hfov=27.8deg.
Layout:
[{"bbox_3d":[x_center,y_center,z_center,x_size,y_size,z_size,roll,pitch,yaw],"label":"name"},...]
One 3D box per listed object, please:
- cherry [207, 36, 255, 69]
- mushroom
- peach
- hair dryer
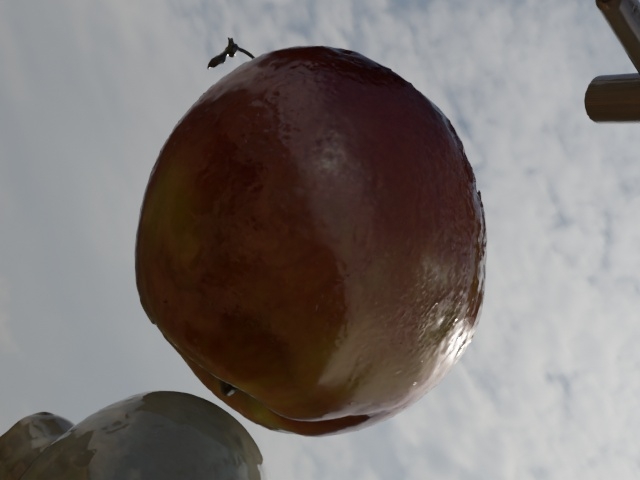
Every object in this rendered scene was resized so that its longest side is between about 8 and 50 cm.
[{"bbox_3d":[-0.040,-0.130,1.467,0.225,0.107,0.090,35,6,5],"label":"cherry"},{"bbox_3d":[-0.131,0.177,0.810,0.209,0.206,0.206,49,-23,17],"label":"mushroom"},{"bbox_3d":[0.000,0.000,0.951,0.281,0.281,0.238,62,-10,11],"label":"peach"},{"bbox_3d":[0.283,-0.183,1.220,0.220,0.054,0.195,36,-16,-29],"label":"hair dryer"}]
